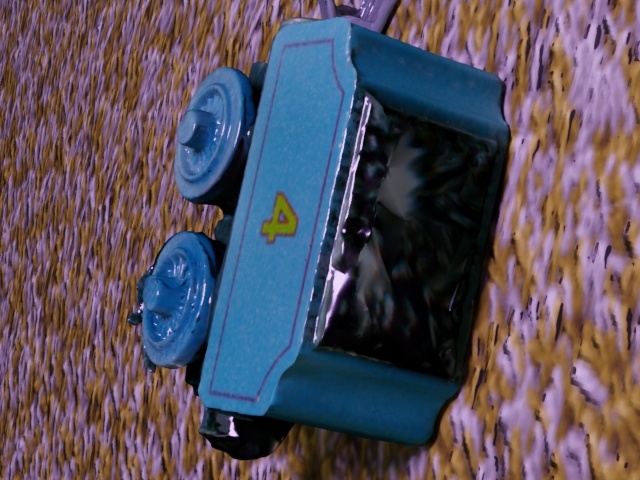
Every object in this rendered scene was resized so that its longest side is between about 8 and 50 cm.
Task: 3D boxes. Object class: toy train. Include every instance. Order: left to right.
[{"bbox_3d":[0.000,0.000,0.849,0.154,0.107,0.198,1,77,59],"label":"toy train"}]

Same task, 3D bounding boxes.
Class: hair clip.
[{"bbox_3d":[-0.001,-0.077,0.975,0.030,0.039,0.115,-116,43,-64],"label":"hair clip"}]
